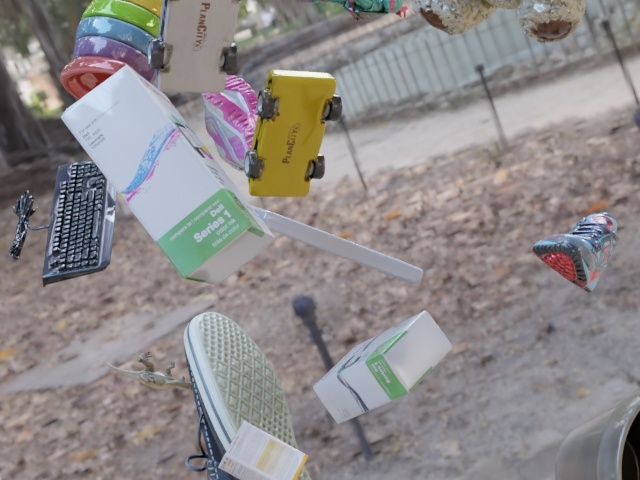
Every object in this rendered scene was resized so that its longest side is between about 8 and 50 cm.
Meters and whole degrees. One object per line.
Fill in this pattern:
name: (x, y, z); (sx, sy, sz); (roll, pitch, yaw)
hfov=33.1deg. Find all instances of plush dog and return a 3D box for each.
plush dog: (0.244, -0.411, 1.442); (0.262, 0.225, 0.211); (15, 61, 38)

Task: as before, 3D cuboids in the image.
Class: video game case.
video game case: (0.000, 0.000, 2.089); (0.329, 0.036, 0.300); (20, 0, -18)

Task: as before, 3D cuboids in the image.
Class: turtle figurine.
turtle figurine: (0.076, -0.470, 2.012); (0.234, 0.118, 0.175); (12, 16, 28)

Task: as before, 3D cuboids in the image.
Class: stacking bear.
stacking bear: (-0.304, -0.363, 1.769); (0.164, 0.175, 0.289); (10, 71, 21)

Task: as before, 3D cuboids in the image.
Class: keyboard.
keyboard: (-0.460, -0.036, 1.898); (0.201, 0.033, 0.317); (-14, 39, 4)

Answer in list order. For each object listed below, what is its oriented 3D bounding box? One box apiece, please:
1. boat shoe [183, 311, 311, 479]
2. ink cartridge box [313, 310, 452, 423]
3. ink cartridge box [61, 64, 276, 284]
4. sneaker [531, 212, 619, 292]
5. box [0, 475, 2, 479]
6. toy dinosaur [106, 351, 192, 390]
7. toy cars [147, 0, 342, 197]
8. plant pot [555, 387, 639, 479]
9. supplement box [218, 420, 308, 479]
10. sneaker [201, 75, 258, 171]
boat shoe: (-0.123, 0.359, 1.747); (0.156, 0.500, 0.187); (-28, -9, 30)
ink cartridge box: (0.112, 0.237, 1.993); (0.219, 0.093, 0.160); (-33, 4, 46)
ink cartridge box: (-0.201, -0.083, 1.472); (0.117, 0.278, 0.201); (-39, -8, 3)
sneaker: (0.419, 0.001, 1.732); (0.125, 0.104, 0.262); (-57, -17, 4)
box: (-0.351, 0.274, 0.927); (0.126, 0.232, 0.148); (-19, -2, 13)
toy dinosaur: (-0.297, 0.237, 1.874); (0.183, 0.093, 0.053); (11, 59, 5)
toy cars: (-0.092, -0.206, 1.289); (0.176, 0.394, 0.087); (-30, 44, 10)
plant pot: (0.566, 0.408, 1.872); (0.323, 0.323, 0.280); (-29, 1, -23)
supplement box: (-0.074, 0.287, 1.397); (0.062, 0.098, 0.036); (-58, -4, -45)
sneaker: (-0.109, -0.162, 1.800); (0.103, 0.252, 0.111); (-24, -32, -26)
